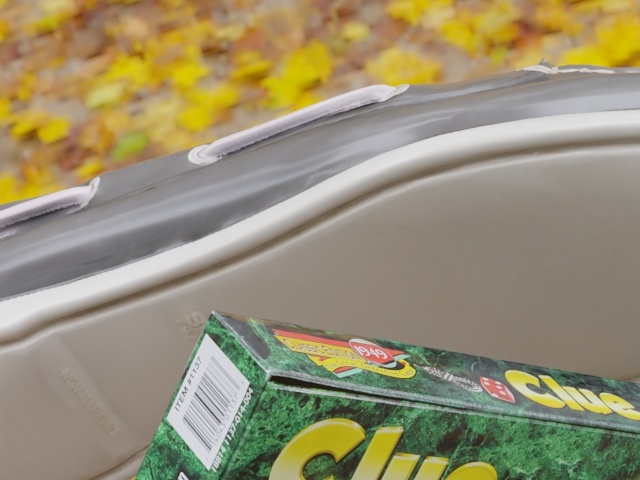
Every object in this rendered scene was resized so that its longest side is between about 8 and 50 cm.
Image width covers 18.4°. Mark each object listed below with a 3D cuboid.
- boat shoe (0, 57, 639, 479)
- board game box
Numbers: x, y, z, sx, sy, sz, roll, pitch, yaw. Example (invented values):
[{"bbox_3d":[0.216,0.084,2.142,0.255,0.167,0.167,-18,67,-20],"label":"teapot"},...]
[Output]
[{"bbox_3d":[0.000,0.000,0.608,0.335,0.112,0.095,-15,38,13],"label":"boat shoe"},{"bbox_3d":[0.057,0.097,0.471,0.260,0.136,0.030,13,23,-38],"label":"board game box"}]
